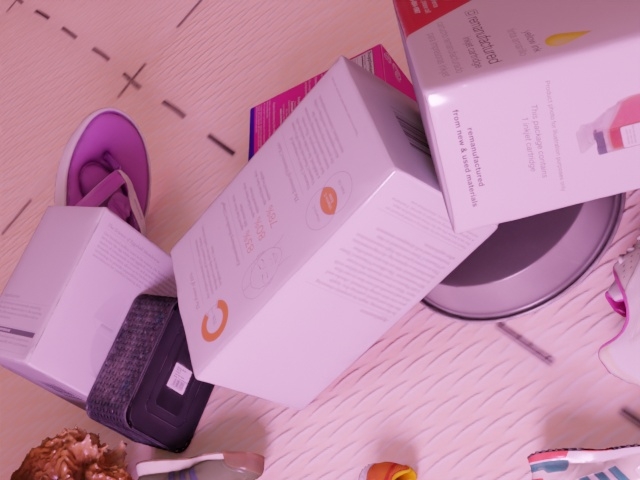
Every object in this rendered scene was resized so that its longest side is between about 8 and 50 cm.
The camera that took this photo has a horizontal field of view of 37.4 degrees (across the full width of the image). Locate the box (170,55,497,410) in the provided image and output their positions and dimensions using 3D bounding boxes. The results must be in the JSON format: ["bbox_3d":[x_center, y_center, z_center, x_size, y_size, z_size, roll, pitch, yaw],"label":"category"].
[{"bbox_3d":[0.000,0.000,1.106,0.345,0.168,0.215,-46,40,25],"label":"box"}]

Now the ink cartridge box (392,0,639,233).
[{"bbox_3d":[0.284,-0.184,0.933,0.385,0.160,0.279,-14,32,6],"label":"ink cartridge box"}]

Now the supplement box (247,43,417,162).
[{"bbox_3d":[0.020,-0.157,1.310,0.220,0.111,0.113,-22,48,24],"label":"supplement box"}]

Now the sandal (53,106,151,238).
[{"bbox_3d":[-0.327,-0.004,1.440,0.102,0.169,0.416,-3,70,41],"label":"sandal"}]

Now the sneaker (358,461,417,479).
[{"bbox_3d":[0.067,0.308,0.964,0.068,0.064,0.175,-6,58,23],"label":"sneaker"}]

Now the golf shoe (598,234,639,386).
[{"bbox_3d":[0.350,0.007,0.930,0.140,0.115,0.306,-7,55,39],"label":"golf shoe"}]

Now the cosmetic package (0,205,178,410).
[{"bbox_3d":[-0.303,0.103,1.288,0.138,0.224,0.224,5,62,40],"label":"cosmetic package"}]

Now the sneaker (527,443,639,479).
[{"bbox_3d":[0.272,0.229,0.874,0.161,0.057,0.075,-11,70,31],"label":"sneaker"}]

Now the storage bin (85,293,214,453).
[{"bbox_3d":[-0.208,0.172,1.236,0.084,0.122,0.180,2,61,39],"label":"storage bin"}]

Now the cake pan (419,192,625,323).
[{"bbox_3d":[0.207,-0.043,1.120,0.293,0.054,0.293,-20,49,26],"label":"cake pan"}]

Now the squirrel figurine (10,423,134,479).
[{"bbox_3d":[-0.425,0.378,1.168,0.397,0.280,0.370,-6,6,-12],"label":"squirrel figurine"}]

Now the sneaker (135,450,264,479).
[{"bbox_3d":[-0.149,0.307,1.139,0.192,0.064,0.086,-14,59,31],"label":"sneaker"}]
